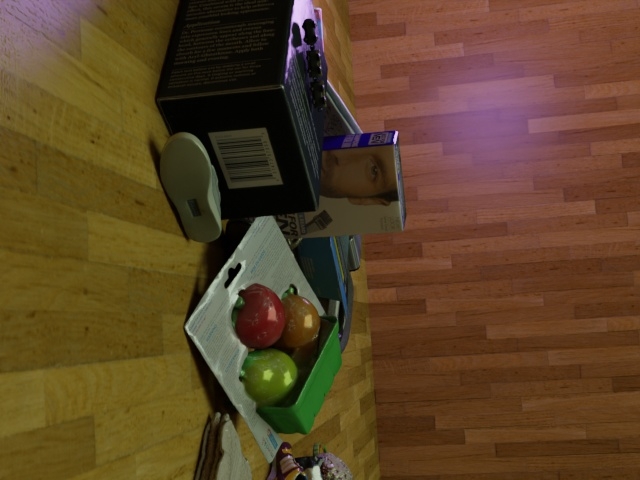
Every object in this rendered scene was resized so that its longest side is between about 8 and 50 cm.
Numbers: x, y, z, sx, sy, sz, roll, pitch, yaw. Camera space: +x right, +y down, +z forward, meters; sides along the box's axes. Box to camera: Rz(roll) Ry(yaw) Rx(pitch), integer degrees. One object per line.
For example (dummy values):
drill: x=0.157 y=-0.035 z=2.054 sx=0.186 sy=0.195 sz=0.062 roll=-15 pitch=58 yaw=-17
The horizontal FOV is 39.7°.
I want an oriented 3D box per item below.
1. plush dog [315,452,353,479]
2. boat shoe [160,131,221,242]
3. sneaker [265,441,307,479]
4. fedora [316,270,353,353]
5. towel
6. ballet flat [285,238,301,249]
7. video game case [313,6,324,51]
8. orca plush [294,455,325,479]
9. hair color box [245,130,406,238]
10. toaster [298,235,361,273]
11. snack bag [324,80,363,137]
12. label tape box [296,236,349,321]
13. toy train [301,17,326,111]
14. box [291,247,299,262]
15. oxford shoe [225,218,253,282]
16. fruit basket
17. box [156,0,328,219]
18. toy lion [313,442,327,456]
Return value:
plush dog: x=0.042 y=0.648 z=2.256 sx=0.225 sy=0.210 sz=0.262 roll=64 pitch=4 yaw=16
boat shoe: x=-0.206 y=-0.096 z=1.420 sx=0.227 sy=0.079 sz=0.081 roll=82 pitch=0 yaw=-48
sneaker: x=-0.065 y=0.503 z=1.911 sx=0.185 sy=0.083 sz=0.070 roll=-75 pitch=159 yaw=-62
fedora: x=0.004 y=0.181 z=2.296 sx=0.275 sy=0.124 sz=0.244 roll=4 pitch=91 yaw=-80
towel: x=-0.164 y=0.444 z=1.467 sx=0.282 sy=0.049 sz=0.187 roll=-84 pitch=165 yaw=-47
ballet flat: x=-0.062 y=-0.089 z=1.955 sx=0.084 sy=0.058 sz=0.250 roll=71 pitch=18 yaw=-56
video game case: x=-0.064 y=-0.462 z=2.235 sx=0.204 sy=0.025 sz=0.285 roll=0 pitch=85 yaw=-47
orca plush: x=-0.044 y=0.654 z=2.070 sx=0.151 sy=0.102 sz=0.287 roll=-3 pitch=74 yaw=-36
hair color box: x=-0.005 y=-0.107 z=1.787 sx=0.110 sy=0.338 sz=0.185 roll=-71 pitch=155 yaw=-67
toaster: x=0.021 y=0.017 z=2.414 sx=0.186 sy=0.168 sz=0.110 roll=-82 pitch=162 yaw=-56
snack bag: x=0.009 y=-0.261 z=1.974 sx=0.323 sy=0.037 sz=0.342 roll=55 pitch=-10 yaw=-2
label tape box: x=0.000 y=0.000 z=2.123 sx=0.334 sy=0.105 sz=0.241 roll=-85 pitch=166 yaw=-51
toy train: x=-0.011 y=-0.300 z=1.521 sx=0.036 sy=0.027 sz=0.158 roll=-100 pitch=-178 yaw=-74
box: x=-0.098 y=-0.044 z=2.067 sx=0.322 sy=0.058 sz=0.232 roll=-58 pitch=142 yaw=-72
oxford shoe: x=-0.137 y=0.059 z=1.707 sx=0.096 sy=0.082 sz=0.227 roll=-74 pitch=157 yaw=-52
fruit basket: x=-0.104 y=0.171 z=1.625 sx=0.353 sy=0.165 sz=0.327 roll=58 pitch=41 yaw=-29
box: x=-0.119 y=-0.282 z=1.581 sx=0.293 sy=0.211 sz=0.396 roll=74 pitch=16 yaw=-48
toy lion: x=0.002 y=0.597 z=2.442 sx=0.100 sy=0.034 sz=0.096 roll=-68 pitch=144 yaw=-70
